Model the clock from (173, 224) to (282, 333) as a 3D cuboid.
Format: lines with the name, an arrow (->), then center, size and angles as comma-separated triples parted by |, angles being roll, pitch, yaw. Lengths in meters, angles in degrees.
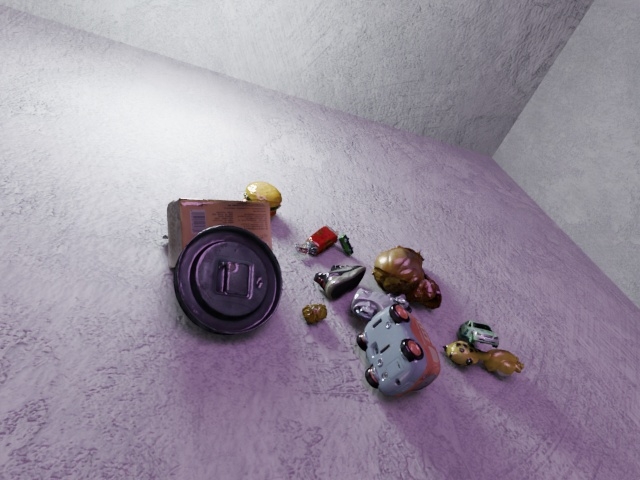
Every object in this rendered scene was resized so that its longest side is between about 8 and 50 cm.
clock -> -0.261, 0.114, 1.283 | 0.319, 0.066, 0.319 | 13, 64, -29

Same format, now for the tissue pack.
tissue pack -> -0.341, -0.016, 1.458 | 0.306, 0.238, 0.238 | -2, 41, -35

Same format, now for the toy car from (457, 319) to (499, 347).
toy car -> 0.550, 0.322, 1.556 | 0.090, 0.076, 0.224 | 14, -6, 3

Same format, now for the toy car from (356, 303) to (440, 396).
toy car -> 0.253, 0.337, 1.344 | 0.212, 0.180, 0.270 | 25, 33, -30

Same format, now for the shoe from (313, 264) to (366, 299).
shoe -> 0.071, 0.127, 1.598 | 0.112, 0.099, 0.227 | 33, 33, 25

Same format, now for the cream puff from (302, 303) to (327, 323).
cream puff -> -0.018, 0.227, 1.422 | 0.083, 0.058, 0.083 | 10, 33, -19

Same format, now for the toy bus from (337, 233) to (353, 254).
toy bus -> 0.103, 0.019, 1.787 | 0.031, 0.037, 0.083 | -40, 110, -55

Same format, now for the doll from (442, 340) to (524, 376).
doll -> 0.561, 0.403, 1.533 | 0.291, 0.086, 0.117 | 13, 24, -13

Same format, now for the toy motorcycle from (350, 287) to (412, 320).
toy motorcycle -> 0.195, 0.218, 1.543 | 0.260, 0.110, 0.171 | 0, 28, -41

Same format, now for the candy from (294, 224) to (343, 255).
candy -> 0.001, 0.000, 1.759 | 0.086, 0.059, 0.292 | 37, 35, 16

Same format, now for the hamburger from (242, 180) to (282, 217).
hamburger -> -0.233, -0.164, 1.783 | 0.162, 0.115, 0.162 | 18, 35, -13

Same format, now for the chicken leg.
chicken leg -> 0.364, 0.141, 1.745 | 0.295, 0.182, 0.409 | 43, 20, 11
